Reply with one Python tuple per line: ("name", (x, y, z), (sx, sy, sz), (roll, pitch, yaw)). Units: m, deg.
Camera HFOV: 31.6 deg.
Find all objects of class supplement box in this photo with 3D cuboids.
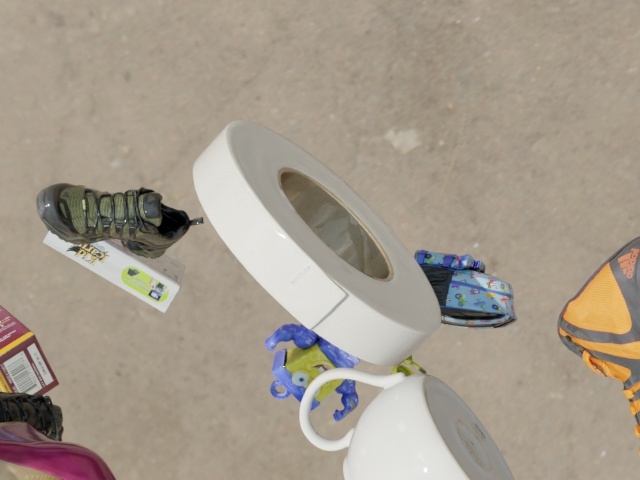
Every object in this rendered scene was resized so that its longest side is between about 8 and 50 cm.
("supplement box", (-0.490, 0.170, 1.737), (0.188, 0.081, 0.104), (26, 141, 48))

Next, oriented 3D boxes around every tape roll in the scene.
("tape roll", (0.000, 0.000, 1.492), (0.392, 0.392, 0.072), (47, 108, 6))

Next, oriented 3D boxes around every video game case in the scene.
("video game case", (-0.368, 0.026, 2.065), (0.244, 0.269, 0.061), (32, 93, -7))

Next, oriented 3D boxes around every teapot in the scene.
("teapot", (0.112, 0.298, 1.397), (0.187, 0.256, 0.252), (-36, 131, 16))

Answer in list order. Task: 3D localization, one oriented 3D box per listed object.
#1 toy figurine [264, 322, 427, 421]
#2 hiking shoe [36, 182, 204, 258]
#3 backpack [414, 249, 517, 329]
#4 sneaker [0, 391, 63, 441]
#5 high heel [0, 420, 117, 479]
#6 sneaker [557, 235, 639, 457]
("toy figurine", (0.017, 0.221, 1.993), (0.217, 0.191, 0.362), (-35, 114, 12))
("hiking shoe", (-0.269, -0.043, 1.518), (0.114, 0.227, 0.086), (-29, 62, 35))
("backpack", (0.243, 0.087, 1.891), (0.173, 0.158, 0.116), (5, 80, 25))
("sneaker", (-0.402, 0.229, 1.447), (0.286, 0.130, 0.109), (91, 166, -70))
("high heel", (-0.363, 0.276, 1.198), (0.181, 0.377, 0.127), (25, 106, 23))
("sneaker", (0.293, 0.139, 0.950), (0.180, 0.125, 0.321), (26, 121, 48))
